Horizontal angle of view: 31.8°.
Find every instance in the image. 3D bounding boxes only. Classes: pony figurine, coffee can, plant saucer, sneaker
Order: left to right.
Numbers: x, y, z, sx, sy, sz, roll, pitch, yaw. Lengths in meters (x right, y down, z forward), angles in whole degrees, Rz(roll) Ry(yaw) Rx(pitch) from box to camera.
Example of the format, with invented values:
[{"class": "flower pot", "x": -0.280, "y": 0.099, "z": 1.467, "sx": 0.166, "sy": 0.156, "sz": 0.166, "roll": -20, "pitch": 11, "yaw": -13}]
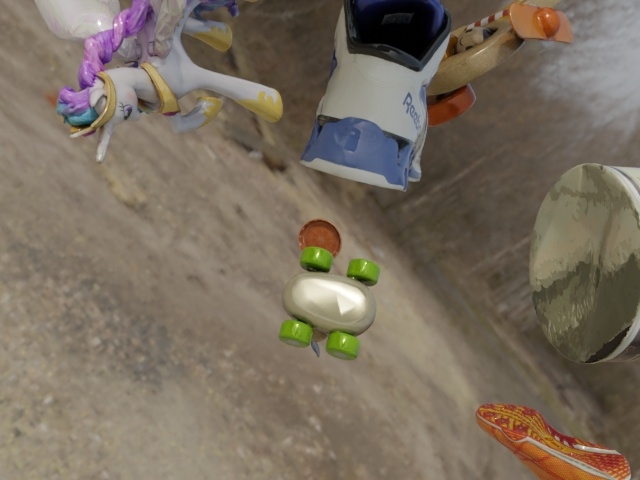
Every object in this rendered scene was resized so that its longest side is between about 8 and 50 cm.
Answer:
[{"class": "pony figurine", "x": -0.227, "y": -0.297, "z": 1.558, "sx": 0.363, "sy": 0.303, "sz": 0.350, "roll": -16, "pitch": 100, "yaw": -50}, {"class": "plant saucer", "x": 0.000, "y": 0.000, "z": 2.050, "sx": 0.083, "sy": 0.083, "sz": 0.013, "roll": 53, "pitch": 20, "yaw": 0}, {"class": "sneaker", "x": 0.067, "y": -0.155, "z": 1.108, "sx": 0.128, "sy": 0.182, "sz": 0.315, "roll": 18, "pitch": 10, "yaw": 0}, {"class": "sneaker", "x": 0.228, "y": 0.221, "z": 1.143, "sx": 0.175, "sy": 0.067, "sz": 0.064, "roll": 29, "pitch": 32, "yaw": 34}, {"class": "coffee can", "x": 0.386, "y": 0.027, "z": 1.161, "sx": 0.276, "sy": 0.201, "sz": 0.201, "roll": 2, "pitch": 32, "yaw": -21}]

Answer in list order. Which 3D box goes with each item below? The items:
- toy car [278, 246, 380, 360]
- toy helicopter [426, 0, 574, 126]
[{"class": "toy car", "x": 0.012, "y": 0.122, "z": 1.807, "sx": 0.149, "sy": 0.155, "sz": 0.188, "roll": 15, "pitch": -21, "yaw": 4}, {"class": "toy helicopter", "x": 0.272, "y": -0.307, "z": 1.560, "sx": 0.235, "sy": 0.355, "sz": 0.140, "roll": -5, "pitch": -61, "yaw": 59}]
